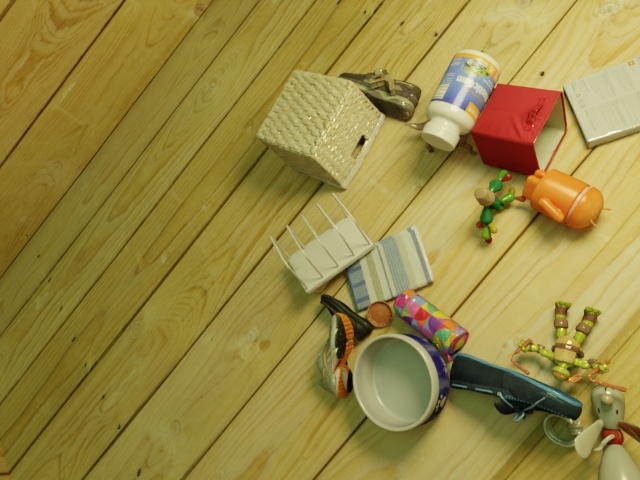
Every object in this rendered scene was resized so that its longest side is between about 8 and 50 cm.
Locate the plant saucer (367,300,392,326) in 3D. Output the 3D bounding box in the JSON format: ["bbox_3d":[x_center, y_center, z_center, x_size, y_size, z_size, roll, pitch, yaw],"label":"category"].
[{"bbox_3d":[0.191,0.235,1.550,0.083,0.013,0.084,-1,86,18],"label":"plant saucer"}]

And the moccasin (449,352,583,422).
[{"bbox_3d":[0.493,0.397,1.249,0.342,0.137,0.117,11,78,54],"label":"moccasin"}]

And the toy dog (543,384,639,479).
[{"bbox_3d":[0.660,0.503,1.079,0.220,0.161,0.334,-31,58,17],"label":"toy dog"}]

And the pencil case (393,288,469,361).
[{"bbox_3d":[0.323,0.243,1.430,0.104,0.104,0.236,-52,52,3],"label":"pencil case"}]

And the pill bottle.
[{"bbox_3d":[0.413,-0.415,1.452,0.152,0.152,0.272,26,89,36],"label":"pill bottle"}]

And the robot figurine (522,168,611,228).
[{"bbox_3d":[0.676,-0.114,1.339,0.219,0.158,0.128,36,107,32],"label":"robot figurine"}]

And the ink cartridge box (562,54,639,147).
[{"bbox_3d":[0.857,-0.403,1.401,0.224,0.045,0.223,-18,63,23],"label":"ink cartridge box"}]

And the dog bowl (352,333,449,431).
[{"bbox_3d":[0.227,0.400,1.381,0.264,0.104,0.265,-7,79,39],"label":"dog bowl"}]

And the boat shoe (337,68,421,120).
[{"bbox_3d":[0.224,-0.564,1.816,0.355,0.132,0.130,32,79,28],"label":"boat shoe"}]

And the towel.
[{"bbox_3d":[0.221,0.093,1.593,0.285,0.034,0.209,-26,61,22],"label":"towel"}]

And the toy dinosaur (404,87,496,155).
[{"bbox_3d":[0.442,-0.403,1.608,0.295,0.127,0.200,10,77,38],"label":"toy dinosaur"}]

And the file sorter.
[{"bbox_3d":[0.000,0.000,1.627,0.277,0.173,0.193,-35,43,1],"label":"file sorter"}]

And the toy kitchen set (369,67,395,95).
[{"bbox_3d":[0.216,-0.553,1.697,0.083,0.068,0.075,-10,62,13],"label":"toy kitchen set"}]

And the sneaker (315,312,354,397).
[{"bbox_3d":[0.032,0.359,1.530,0.121,0.099,0.263,2,90,41],"label":"sneaker"}]

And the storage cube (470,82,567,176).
[{"bbox_3d":[0.590,-0.327,1.431,0.193,0.215,0.184,24,80,39],"label":"storage cube"}]

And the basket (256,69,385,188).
[{"bbox_3d":[-0.003,-0.421,1.797,0.331,0.266,0.328,27,87,38],"label":"basket"}]

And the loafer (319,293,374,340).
[{"bbox_3d":[0.071,0.252,1.587,0.220,0.080,0.078,33,89,36],"label":"loafer"}]

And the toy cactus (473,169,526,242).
[{"bbox_3d":[0.506,-0.108,1.411,0.112,0.180,0.219,29,98,41],"label":"toy cactus"}]

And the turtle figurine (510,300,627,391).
[{"bbox_3d":[0.644,0.273,1.228,0.269,0.087,0.217,7,65,46],"label":"turtle figurine"}]

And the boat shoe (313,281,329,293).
[{"bbox_3d":[0.015,0.110,1.692,0.063,0.059,0.170,32,89,36],"label":"boat shoe"}]
